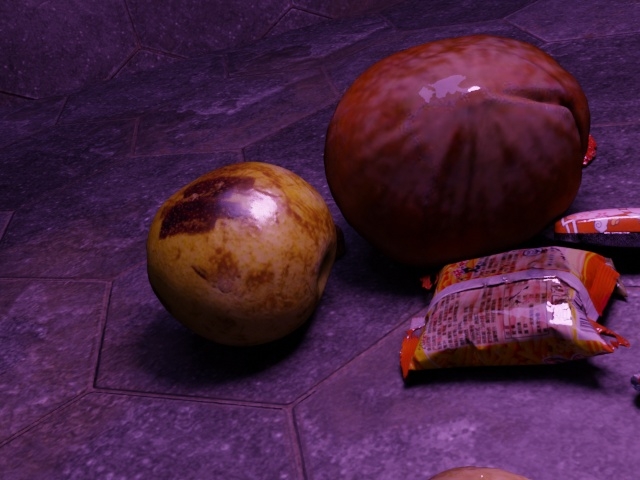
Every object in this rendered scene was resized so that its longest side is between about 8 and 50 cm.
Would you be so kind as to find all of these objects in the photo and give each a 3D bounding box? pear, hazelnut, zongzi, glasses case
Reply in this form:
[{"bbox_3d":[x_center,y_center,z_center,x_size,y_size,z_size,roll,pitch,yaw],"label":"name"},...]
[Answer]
[{"bbox_3d":[-0.116,0.017,1.134,0.283,0.283,0.283,-11,28,6],"label":"pear"},{"bbox_3d":[0.209,-0.136,1.192,0.409,0.359,0.359,-18,28,5],"label":"hazelnut"},{"bbox_3d":[0.377,0.057,1.082,0.076,0.040,0.083,-8,40,5],"label":"zongzi"},{"bbox_3d":[0.471,-0.014,1.103,0.266,0.067,0.103,-1,4,19],"label":"glasses case"}]

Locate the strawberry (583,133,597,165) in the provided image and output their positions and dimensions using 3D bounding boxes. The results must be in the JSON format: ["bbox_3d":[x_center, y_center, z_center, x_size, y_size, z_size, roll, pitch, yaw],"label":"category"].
[{"bbox_3d":[0.456,-0.170,1.443,0.104,0.048,0.152,19,46,41],"label":"strawberry"}]

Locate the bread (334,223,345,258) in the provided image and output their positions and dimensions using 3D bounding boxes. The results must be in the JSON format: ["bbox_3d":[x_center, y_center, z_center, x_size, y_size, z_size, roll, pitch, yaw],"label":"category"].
[{"bbox_3d":[0.000,0.000,1.342,0.085,0.053,0.085,-11,28,6],"label":"bread"}]

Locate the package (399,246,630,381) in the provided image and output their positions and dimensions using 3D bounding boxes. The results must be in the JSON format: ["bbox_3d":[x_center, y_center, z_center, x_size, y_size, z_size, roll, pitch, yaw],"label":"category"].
[{"bbox_3d":[0.248,0.082,1.022,0.288,0.108,0.223,-6,27,22],"label":"package"}]

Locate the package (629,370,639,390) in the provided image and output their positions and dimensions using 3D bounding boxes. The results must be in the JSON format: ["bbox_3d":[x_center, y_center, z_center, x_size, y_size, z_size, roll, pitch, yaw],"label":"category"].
[{"bbox_3d":[0.505,0.124,0.876,0.269,0.071,0.194,-44,36,-22],"label":"package"}]

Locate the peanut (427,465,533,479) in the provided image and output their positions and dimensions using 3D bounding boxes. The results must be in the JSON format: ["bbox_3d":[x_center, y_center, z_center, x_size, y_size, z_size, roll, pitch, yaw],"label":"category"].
[{"bbox_3d":[0.112,0.284,0.731,0.229,0.098,0.103,-28,72,-22],"label":"peanut"}]
